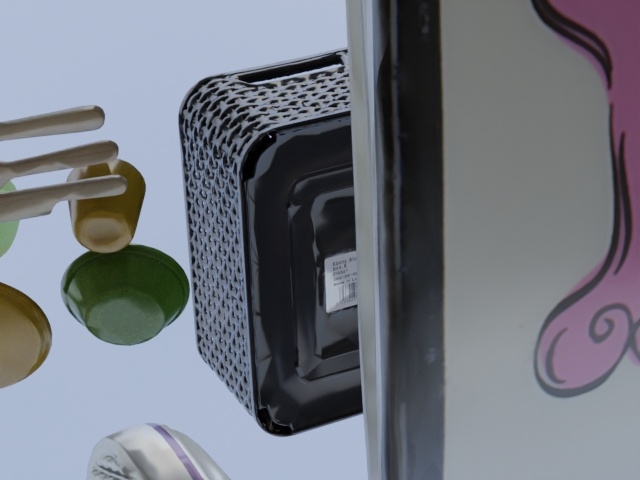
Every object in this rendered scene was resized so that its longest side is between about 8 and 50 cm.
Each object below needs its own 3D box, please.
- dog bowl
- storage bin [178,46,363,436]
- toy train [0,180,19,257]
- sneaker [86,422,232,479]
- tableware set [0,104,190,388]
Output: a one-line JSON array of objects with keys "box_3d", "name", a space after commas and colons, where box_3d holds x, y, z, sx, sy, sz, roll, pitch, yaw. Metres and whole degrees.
[{"box_3d": [0.082, -0.095, 0.511, 0.150, 0.408, 0.408, -2, -103, 0], "name": "dog bowl"}, {"box_3d": [0.000, 0.000, 0.866, 0.122, 0.180, 0.084, -15, -151, -23], "name": "storage bin"}, {"box_3d": [-0.232, -0.020, 0.917, 0.143, 0.248, 0.105, 8, -92, 18], "name": "toy train"}, {"box_3d": [0.023, 0.182, 0.689, 0.161, 0.102, 0.282, -25, -105, -37], "name": "sneaker"}, {"box_3d": [-0.119, 0.005, 0.456, 0.154, 0.104, 0.024, -10, -137, 4], "name": "tableware set"}]
